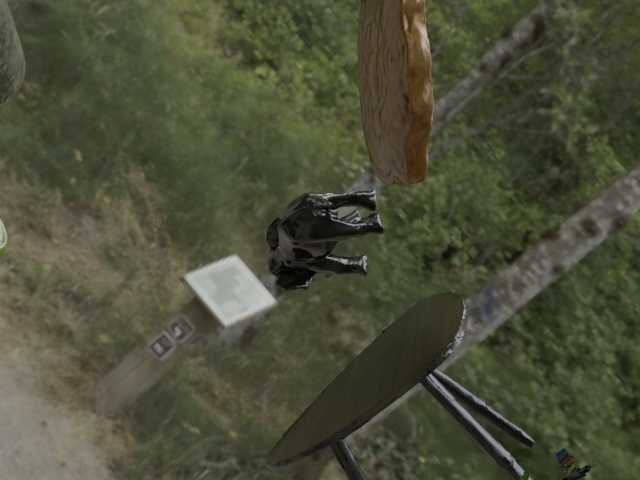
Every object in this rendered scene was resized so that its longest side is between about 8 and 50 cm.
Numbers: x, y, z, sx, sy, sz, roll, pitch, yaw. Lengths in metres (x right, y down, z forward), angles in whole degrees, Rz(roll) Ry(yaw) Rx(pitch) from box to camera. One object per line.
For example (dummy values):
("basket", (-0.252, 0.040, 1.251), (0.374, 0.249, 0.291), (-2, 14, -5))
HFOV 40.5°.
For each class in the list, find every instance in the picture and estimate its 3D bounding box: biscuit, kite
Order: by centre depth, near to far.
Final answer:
("kite", (0.168, 0.218, 0.714), (0.015, 0.152, 0.285), (55, 2, 27))
("biscuit", (0.119, -0.285, 1.546), (0.365, 0.062, 0.385), (-134, -142, -74))

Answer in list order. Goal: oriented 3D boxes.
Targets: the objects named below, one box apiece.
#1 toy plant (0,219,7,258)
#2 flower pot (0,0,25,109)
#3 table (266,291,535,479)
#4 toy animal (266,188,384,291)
("toy plant", (-0.674, 0.053, 1.406), (0.224, 0.316, 0.184), (50, 10, -14))
("flower pot", (-0.660, -0.371, 1.434), (0.293, 0.293, 0.330), (49, -16, 29))
("table", (0.131, 0.259, 1.052), (0.249, 0.317, 0.317), (49, 0, -3))
("toy animal", (-0.002, -0.004, 1.250), (0.245, 0.146, 0.114), (99, -22, -52))
